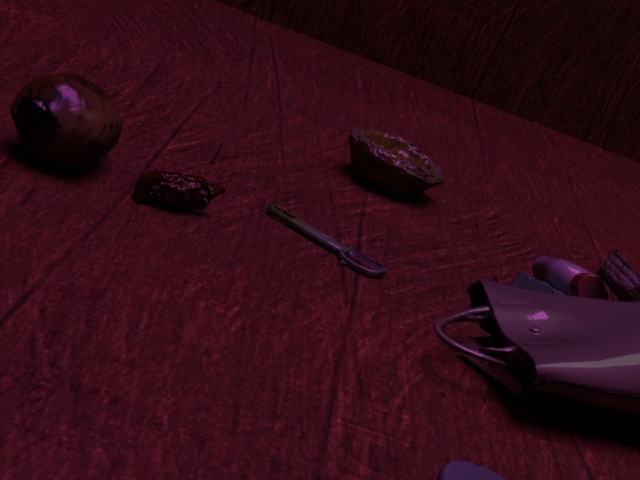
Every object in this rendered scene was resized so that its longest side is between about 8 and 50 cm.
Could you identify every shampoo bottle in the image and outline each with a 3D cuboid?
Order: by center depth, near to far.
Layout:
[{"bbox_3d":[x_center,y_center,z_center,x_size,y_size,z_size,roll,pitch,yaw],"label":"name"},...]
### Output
[{"bbox_3d":[0.385,0.066,1.969,0.108,0.051,0.221,36,0,-2],"label":"shampoo bottle"}]

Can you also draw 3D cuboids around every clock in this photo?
[{"bbox_3d":[0.341,0.094,1.911,0.101,0.041,0.135,30,0,35],"label":"clock"}]

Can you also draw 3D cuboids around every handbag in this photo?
[{"bbox_3d":[0.294,0.120,1.620,0.315,0.109,0.241,16,20,-19],"label":"handbag"}]

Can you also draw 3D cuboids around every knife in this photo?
[{"bbox_3d":[0.000,0.001,1.872,0.212,0.015,0.054,32,28,27],"label":"knife"}]

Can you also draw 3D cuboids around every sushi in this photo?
[{"bbox_3d":[-0.194,-0.069,1.782,0.120,0.052,0.055,10,21,-32],"label":"sushi"}]

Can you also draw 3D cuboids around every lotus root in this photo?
[{"bbox_3d":[-0.341,-0.164,1.790,0.138,0.138,0.214,25,7,12],"label":"lotus root"}]

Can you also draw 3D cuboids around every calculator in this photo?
[{"bbox_3d":[0.160,0.260,1.281,0.095,0.021,0.153,20,14,-4],"label":"calculator"}]

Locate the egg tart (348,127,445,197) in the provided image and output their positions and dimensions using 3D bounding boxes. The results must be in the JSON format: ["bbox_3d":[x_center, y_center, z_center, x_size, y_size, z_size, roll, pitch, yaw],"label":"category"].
[{"bbox_3d":[0.131,-0.131,2.311,0.197,0.078,0.197,22,18,-7],"label":"egg tart"}]

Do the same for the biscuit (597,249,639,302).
[{"bbox_3d":[0.479,0.101,1.912,0.250,0.046,0.147,45,7,-38],"label":"biscuit"}]

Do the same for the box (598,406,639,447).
[{"bbox_3d":[0.416,0.233,1.653,0.125,0.027,0.126,19,17,-8],"label":"box"}]

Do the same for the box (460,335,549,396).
[{"bbox_3d":[0.277,0.161,1.698,0.198,0.029,0.109,4,25,-47],"label":"box"}]
